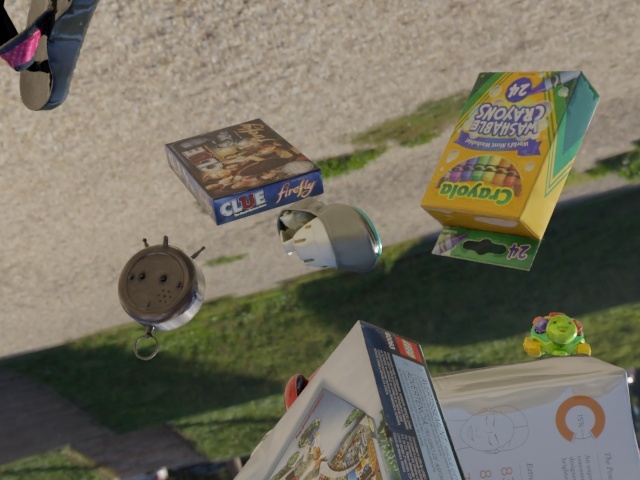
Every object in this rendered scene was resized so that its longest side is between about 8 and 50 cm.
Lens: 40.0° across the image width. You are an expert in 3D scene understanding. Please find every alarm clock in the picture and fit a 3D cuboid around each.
[{"bbox_3d":[-0.251,0.089,1.355,0.129,0.192,0.064,7,165,13],"label":"alarm clock"}]

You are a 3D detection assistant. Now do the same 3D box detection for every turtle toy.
[{"bbox_3d":[0.357,0.142,1.321,0.095,0.066,0.130,2,178,8],"label":"turtle toy"}]

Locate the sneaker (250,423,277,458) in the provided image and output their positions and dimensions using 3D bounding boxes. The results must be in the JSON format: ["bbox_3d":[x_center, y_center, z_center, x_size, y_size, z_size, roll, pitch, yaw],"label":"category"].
[{"bbox_3d":[-0.045,0.454,1.470,0.112,0.296,0.131,-14,-174,39],"label":"sneaker"}]

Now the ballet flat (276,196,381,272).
[{"bbox_3d":[0.000,0.000,0.870,0.068,0.072,0.213,-23,-168,-10],"label":"ballet flat"}]

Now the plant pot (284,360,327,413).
[{"bbox_3d":[0.051,0.254,1.268,0.174,0.191,0.191,-22,172,6],"label":"plant pot"}]

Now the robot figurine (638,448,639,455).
[{"bbox_3d":[0.481,0.428,1.540,0.219,0.158,0.128,30,158,-13],"label":"robot figurine"}]

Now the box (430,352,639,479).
[{"bbox_3d":[0.160,0.261,0.974,0.345,0.215,0.168,-8,179,3],"label":"box"}]

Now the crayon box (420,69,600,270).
[{"bbox_3d":[0.299,-0.124,1.438,0.203,0.323,0.083,10,160,47],"label":"crayon box"}]

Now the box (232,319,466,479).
[{"bbox_3d":[-0.011,0.179,0.469,0.044,0.159,0.233,23,119,-24],"label":"box"}]

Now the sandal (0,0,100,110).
[{"bbox_3d":[-0.134,-0.111,0.410,0.040,0.067,0.179,-6,171,-25],"label":"sandal"}]

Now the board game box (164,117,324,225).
[{"bbox_3d":[-0.120,-0.109,1.313,0.165,0.042,0.243,-19,-149,-19],"label":"board game box"}]
